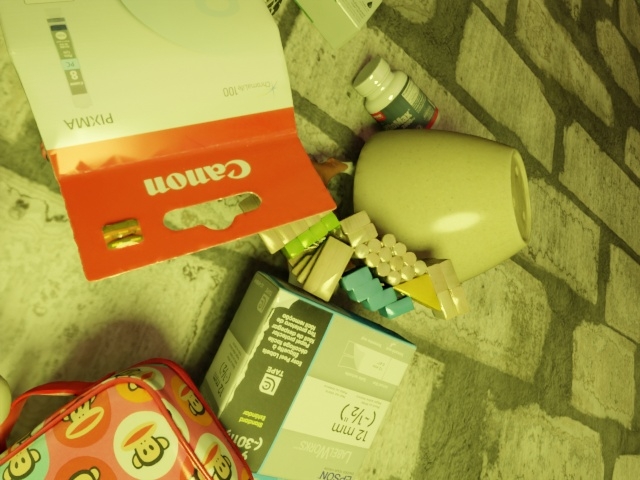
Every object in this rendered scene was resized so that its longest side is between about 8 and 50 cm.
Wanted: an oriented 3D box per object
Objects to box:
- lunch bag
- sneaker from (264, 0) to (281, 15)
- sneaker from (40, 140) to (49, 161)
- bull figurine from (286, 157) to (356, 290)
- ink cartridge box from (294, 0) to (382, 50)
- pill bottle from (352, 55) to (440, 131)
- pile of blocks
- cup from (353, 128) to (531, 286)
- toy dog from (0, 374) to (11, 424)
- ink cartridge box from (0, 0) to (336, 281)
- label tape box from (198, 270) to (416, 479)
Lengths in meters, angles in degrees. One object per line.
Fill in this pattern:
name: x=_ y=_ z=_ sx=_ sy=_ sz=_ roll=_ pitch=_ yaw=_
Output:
lunch bag: x=-0.244 y=0.271 z=0.446 sx=0.293 sy=0.120 sz=0.258 roll=-34 pitch=90 yaw=-2
sneaker: x=-0.106 y=-0.533 z=0.778 sx=0.118 sy=0.107 sz=0.280 roll=12 pitch=71 yaw=-14
sneaker: x=-0.225 y=-0.185 z=0.610 sx=0.313 sy=0.115 sz=0.136 roll=-12 pitch=88 yaw=-35
bull figurine: x=0.000 y=0.000 z=0.747 sx=0.188 sy=0.101 sz=0.311 roll=-11 pitch=95 yaw=-43
ink cartridge box: x=0.052 y=-0.525 z=0.874 sx=0.153 sy=0.086 sz=0.209 roll=43 pitch=60 yaw=-23
pill bottle: x=0.157 y=-0.291 z=0.898 sx=0.180 sy=0.107 sz=0.108 roll=37 pitch=64 yaw=-24
pile of blocks: x=0.044 y=0.030 z=0.645 sx=0.361 sy=0.112 sz=0.149 roll=32 pitch=82 yaw=-8
cup: x=0.246 y=-0.063 z=0.787 sx=0.331 sy=0.236 sz=0.332 roll=13 pitch=74 yaw=-53
toy dog: x=-0.460 y=0.094 z=0.339 sx=0.394 sy=0.285 sz=0.408 roll=21 pitch=68 yaw=8
ink cartridge box: x=-0.177 y=-0.179 z=0.515 sx=0.307 sy=0.091 sz=0.385 roll=-18 pitch=71 yaw=-24
label tape box: x=-0.047 y=0.253 z=0.609 sx=0.249 sy=0.115 sz=0.348 roll=27 pitch=85 yaw=-27
